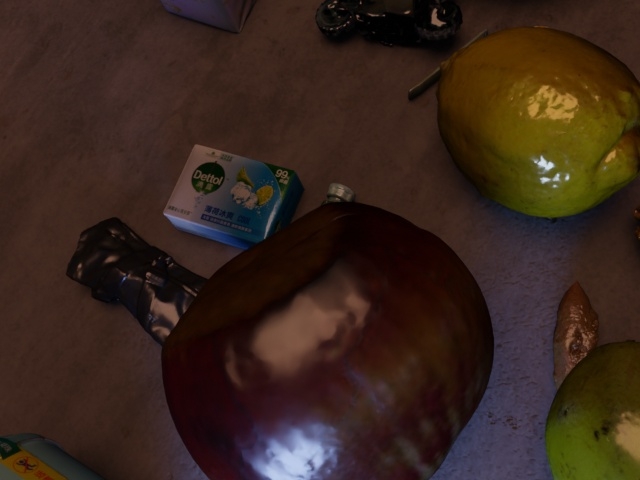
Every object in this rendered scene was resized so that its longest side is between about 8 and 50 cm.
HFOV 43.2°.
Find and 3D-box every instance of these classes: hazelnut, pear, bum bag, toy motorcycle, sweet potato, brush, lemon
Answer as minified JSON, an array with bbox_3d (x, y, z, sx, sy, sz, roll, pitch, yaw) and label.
[{"bbox_3d":[0.004,0.154,1.082,0.402,0.402,0.429,39,74,24],"label":"hazelnut"},{"bbox_3d":[0.393,0.258,1.022,0.212,0.212,0.269,2,77,14],"label":"pear"},{"bbox_3d":[-0.290,0.071,1.333,0.310,0.074,0.137,31,67,22],"label":"bum bag"},{"bbox_3d":[0.127,-0.423,1.427,0.270,0.106,0.159,11,68,24],"label":"toy motorcycle"},{"bbox_3d":[0.363,0.156,1.154,0.068,0.060,0.206,-3,74,46],"label":"sweet potato"},{"bbox_3d":[0.225,-0.297,1.391,0.178,0.033,0.030,-39,79,-5],"label":"brush"},{"bbox_3d":[0.317,-0.176,1.196,0.316,0.285,0.285,0,66,35],"label":"lemon"}]

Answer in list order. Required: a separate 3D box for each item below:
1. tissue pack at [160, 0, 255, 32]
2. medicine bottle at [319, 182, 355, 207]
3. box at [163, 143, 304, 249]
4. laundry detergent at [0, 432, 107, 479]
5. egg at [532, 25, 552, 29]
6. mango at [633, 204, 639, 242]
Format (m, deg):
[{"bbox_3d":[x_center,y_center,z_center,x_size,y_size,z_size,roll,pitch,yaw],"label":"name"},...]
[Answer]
[{"bbox_3d":[-0.233,-0.511,1.480,0.185,0.225,0.124,20,72,19],"label":"tissue pack"},{"bbox_3d":[0.000,0.000,1.307,0.051,0.051,0.191,17,72,19],"label":"medicine bottle"},{"bbox_3d":[-0.144,-0.067,1.355,0.194,0.073,0.139,16,72,19],"label":"box"},{"bbox_3d":[-0.386,0.432,1.083,0.305,0.287,0.287,25,75,21],"label":"laundry detergent"},{"bbox_3d":[0.361,-0.311,1.343,0.071,0.071,0.083,15,73,19],"label":"egg"},{"bbox_3d":[0.591,-0.019,1.123,0.287,0.152,0.201,2,57,11],"label":"mango"}]
